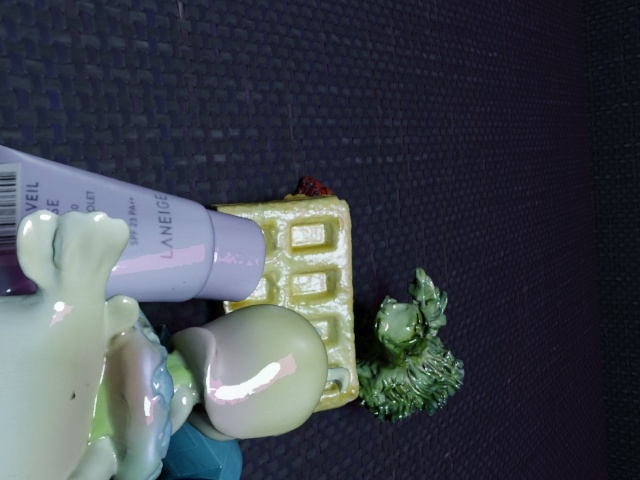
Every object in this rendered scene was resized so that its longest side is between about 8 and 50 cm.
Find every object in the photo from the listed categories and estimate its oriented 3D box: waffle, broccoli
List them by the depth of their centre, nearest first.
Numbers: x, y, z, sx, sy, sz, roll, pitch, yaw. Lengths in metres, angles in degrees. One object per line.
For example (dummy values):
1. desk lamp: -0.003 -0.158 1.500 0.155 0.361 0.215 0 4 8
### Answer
1. waffle: -0.041 0.081 0.752 0.168 0.057 0.274 -4 93 -19
2. broccoli: 0.128 0.125 0.852 0.198 0.177 0.274 -45 158 -31

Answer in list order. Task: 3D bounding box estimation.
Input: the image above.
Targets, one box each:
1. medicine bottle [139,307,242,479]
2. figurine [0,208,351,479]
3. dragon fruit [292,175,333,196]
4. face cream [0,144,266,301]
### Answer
1. medicine bottle: -0.160 0.181 0.635 0.258 0.079 0.124 66 27 -24
2. figurine: -0.143 0.102 0.471 0.394 0.226 0.274 -2 119 -34
3. dragon fruit: 0.000 0.000 0.852 0.106 0.083 0.162 50 50 -42
4. face cream: -0.186 -0.001 0.580 0.274 0.096 0.154 11 59 -38
